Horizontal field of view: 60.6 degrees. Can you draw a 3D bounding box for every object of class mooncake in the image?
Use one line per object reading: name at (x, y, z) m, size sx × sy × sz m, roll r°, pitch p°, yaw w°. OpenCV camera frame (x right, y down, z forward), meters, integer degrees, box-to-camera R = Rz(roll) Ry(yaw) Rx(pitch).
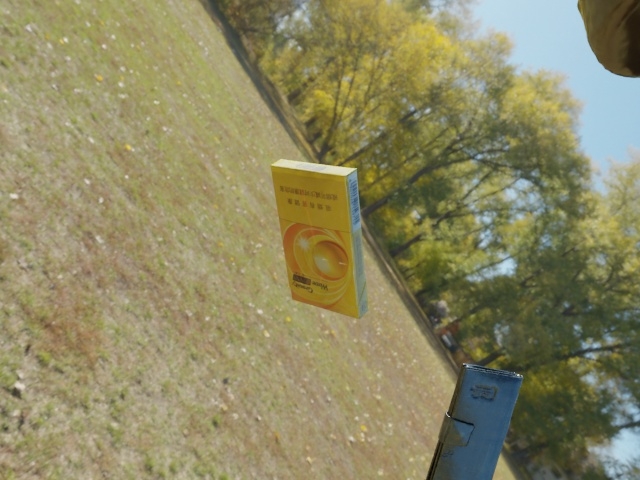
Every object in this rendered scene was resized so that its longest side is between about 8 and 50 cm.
mooncake at (0.595, -0.421, 0.932) m, size 0.284 × 0.285 × 0.155 m, roll 46°, pitch 40°, yaw -61°

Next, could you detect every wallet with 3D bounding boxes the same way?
wallet at (0.362, 0.454, 1.290) m, size 0.169 × 0.316 × 0.044 m, roll 14°, pitch 5°, yaw -15°

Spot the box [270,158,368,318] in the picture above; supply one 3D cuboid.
box at (0.000, 0.000, 0.932) m, size 0.153 × 0.043 × 0.269 m, roll 12°, pitch -57°, yaw 34°
